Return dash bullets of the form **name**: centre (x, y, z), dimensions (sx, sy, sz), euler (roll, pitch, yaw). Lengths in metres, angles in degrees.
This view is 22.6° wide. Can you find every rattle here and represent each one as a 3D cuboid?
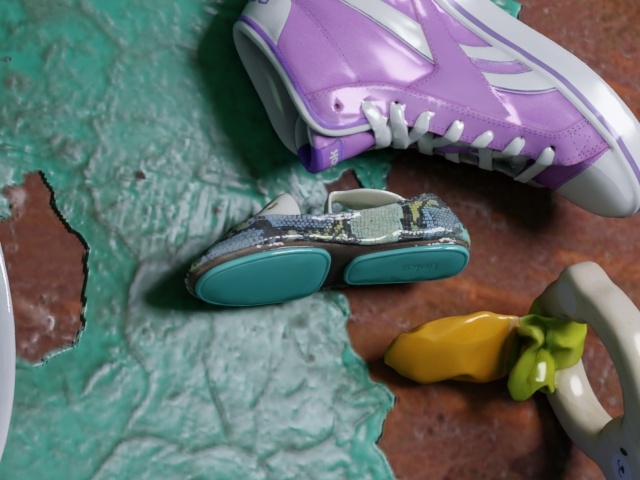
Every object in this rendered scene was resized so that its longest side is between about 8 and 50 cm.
- **rattle**: centre (0.153, 0.121, 0.962), dimensions (0.142, 0.130, 0.200), euler (-8, 68, -35)

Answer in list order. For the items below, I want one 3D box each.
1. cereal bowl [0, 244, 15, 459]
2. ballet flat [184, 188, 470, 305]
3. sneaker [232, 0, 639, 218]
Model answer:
- **cereal bowl**: centre (-0.307, 0.030, 0.748), dimensions (0.339, 0.141, 0.339), euler (38, 41, -44)
- **ballet flat**: centre (0.000, 0.000, 0.981), dimensions (0.188, 0.070, 0.070), euler (-3, 79, -26)
- **sneaker**: centre (0.070, -0.073, 1.008), dimensions (0.282, 0.102, 0.161), euler (38, 69, 1)
